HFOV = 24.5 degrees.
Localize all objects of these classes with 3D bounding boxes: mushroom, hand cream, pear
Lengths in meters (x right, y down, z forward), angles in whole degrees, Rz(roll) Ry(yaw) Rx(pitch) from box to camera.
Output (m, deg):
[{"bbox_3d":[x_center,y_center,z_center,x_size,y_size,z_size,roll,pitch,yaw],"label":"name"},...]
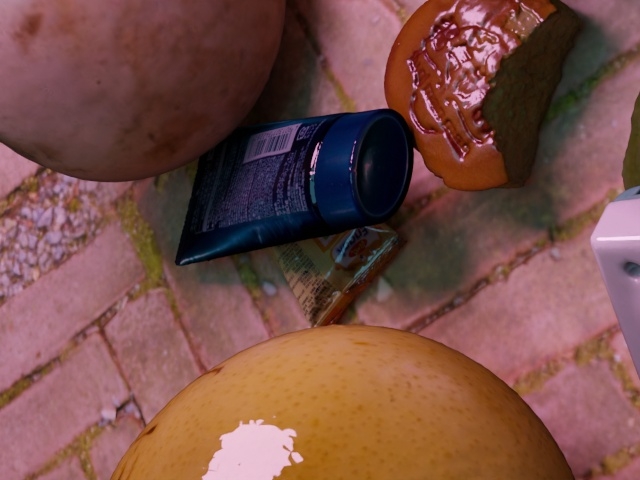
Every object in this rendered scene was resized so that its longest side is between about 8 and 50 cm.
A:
[{"bbox_3d":[-0.186,-0.195,1.183,0.290,0.297,0.298,15,95,57],"label":"mushroom"},{"bbox_3d":[-0.035,-0.045,1.145,0.270,0.061,0.120,-6,70,53],"label":"hand cream"},{"bbox_3d":[0.012,0.226,0.972,0.348,0.348,0.348,-4,84,36],"label":"pear"}]

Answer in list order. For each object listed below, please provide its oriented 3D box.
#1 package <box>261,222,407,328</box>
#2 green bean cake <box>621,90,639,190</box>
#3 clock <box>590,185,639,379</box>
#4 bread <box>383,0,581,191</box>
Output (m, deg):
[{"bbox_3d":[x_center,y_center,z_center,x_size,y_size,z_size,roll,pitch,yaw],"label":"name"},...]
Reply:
[{"bbox_3d":[-0.001,-0.002,1.172,0.108,0.031,0.121,-50,61,21],"label":"package"},{"bbox_3d":[0.314,-0.086,0.892,0.248,0.125,0.222,19,98,34],"label":"green bean cake"},{"bbox_3d":[0.284,0.097,0.819,0.231,0.116,0.262,-3,120,41],"label":"clock"},{"bbox_3d":[0.111,-0.115,1.066,0.125,0.086,0.156,19,98,36],"label":"bread"}]
